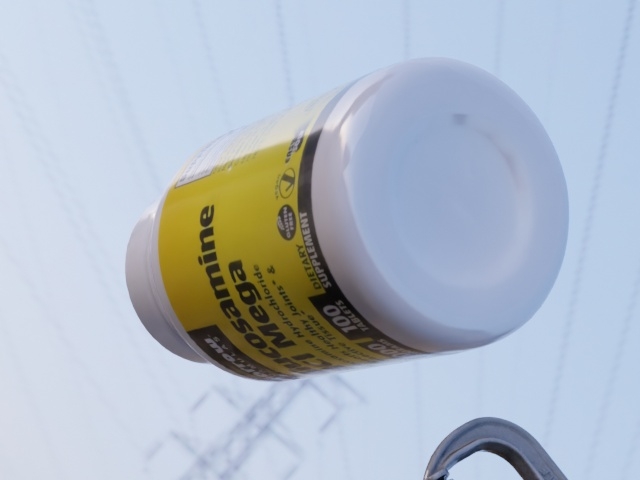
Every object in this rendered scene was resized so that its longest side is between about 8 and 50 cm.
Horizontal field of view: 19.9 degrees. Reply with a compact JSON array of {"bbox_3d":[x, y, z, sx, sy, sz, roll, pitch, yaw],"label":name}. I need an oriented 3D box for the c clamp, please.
[{"bbox_3d":[0.112,0.176,1.057,0.161,0.137,0.022,56,-38,23],"label":"c clamp"}]

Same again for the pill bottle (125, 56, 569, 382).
[{"bbox_3d":[0.000,0.000,1.256,0.188,0.188,0.334,48,-30,-16],"label":"pill bottle"}]
